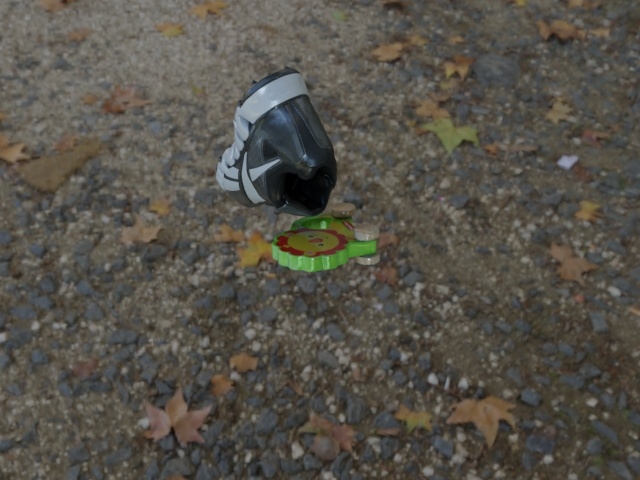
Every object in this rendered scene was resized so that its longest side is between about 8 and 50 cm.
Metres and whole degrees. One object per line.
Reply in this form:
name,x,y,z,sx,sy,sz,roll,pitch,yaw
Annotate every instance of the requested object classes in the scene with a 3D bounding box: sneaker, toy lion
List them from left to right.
sneaker,-0.038,-0.058,0.692,0.078,0.234,0.106,-30,82,-19
toy lion,0.000,0.000,0.685,0.096,0.034,0.100,-8,24,-16
